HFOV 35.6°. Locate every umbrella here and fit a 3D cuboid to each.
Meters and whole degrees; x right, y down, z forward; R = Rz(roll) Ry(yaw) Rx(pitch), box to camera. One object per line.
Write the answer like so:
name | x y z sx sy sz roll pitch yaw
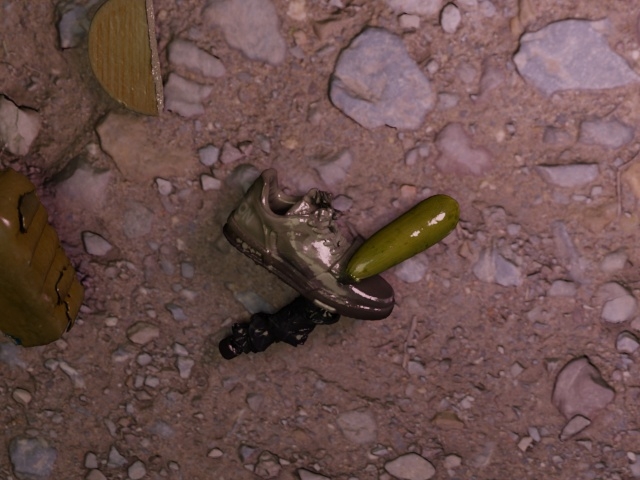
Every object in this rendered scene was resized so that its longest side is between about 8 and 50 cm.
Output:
umbrella | -0.066 0.142 1.611 0.224 0.080 0.071 -27 138 24

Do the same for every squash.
squash | 0.122 -0.001 1.474 0.201 0.066 0.066 -34 103 -11

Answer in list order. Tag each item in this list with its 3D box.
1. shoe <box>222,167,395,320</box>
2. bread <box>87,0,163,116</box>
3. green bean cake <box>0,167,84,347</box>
shoe | 0.001 -0.002 1.509 0.293 0.109 0.149 28 120 5
bread | -0.297 -0.284 1.505 0.112 0.036 0.193 4 116 15
green bean cake | -0.556 0.035 1.599 0.309 0.202 0.285 -7 125 10
